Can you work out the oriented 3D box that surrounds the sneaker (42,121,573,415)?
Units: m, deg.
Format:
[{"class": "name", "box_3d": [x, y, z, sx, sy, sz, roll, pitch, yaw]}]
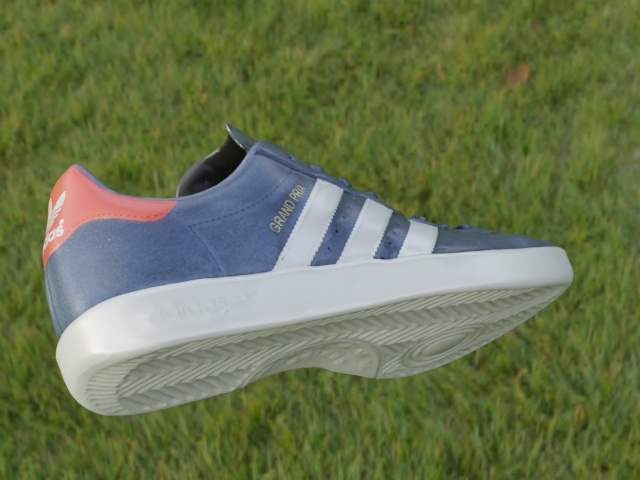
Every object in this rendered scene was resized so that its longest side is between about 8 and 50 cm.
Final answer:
[{"class": "sneaker", "box_3d": [0.000, 0.000, 0.785, 0.350, 0.131, 0.148, -2, 59, -36]}]
